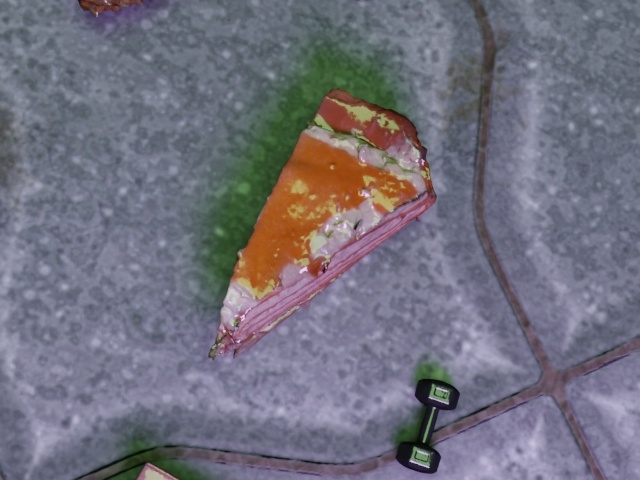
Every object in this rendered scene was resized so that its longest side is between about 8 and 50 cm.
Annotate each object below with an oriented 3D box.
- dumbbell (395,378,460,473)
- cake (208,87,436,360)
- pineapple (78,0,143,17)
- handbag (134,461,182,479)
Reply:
[{"bbox_3d":[0.096,0.165,1.110,0.036,0.040,0.083,12,76,28],"label":"dumbbell"},{"bbox_3d":[0.000,-0.001,1.103,0.135,0.098,0.287,33,78,2],"label":"cake"},{"bbox_3d":[-0.100,-0.290,1.145,0.277,0.119,0.130,-21,63,-10],"label":"pineapple"},{"bbox_3d":[-0.142,0.313,1.050,0.157,0.059,0.212,29,77,0],"label":"handbag"}]
